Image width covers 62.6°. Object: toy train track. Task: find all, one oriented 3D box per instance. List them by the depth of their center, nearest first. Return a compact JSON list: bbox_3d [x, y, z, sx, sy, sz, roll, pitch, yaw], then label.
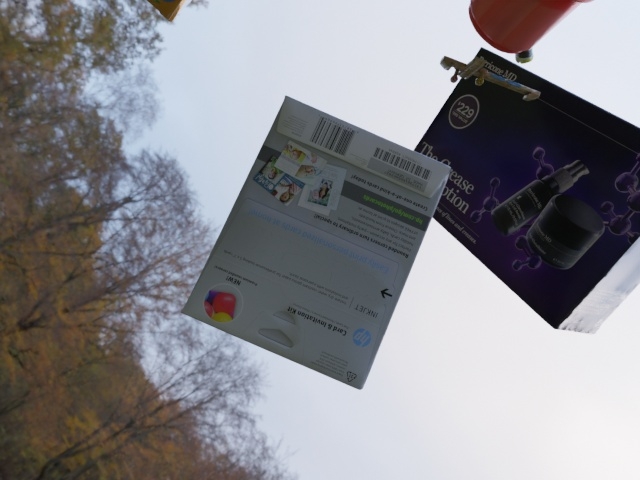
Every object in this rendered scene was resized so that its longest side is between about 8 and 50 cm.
[{"bbox_3d":[0.135,-0.127,0.423,0.048,0.083,0.014,-148,-103,-86],"label":"toy train track"}]

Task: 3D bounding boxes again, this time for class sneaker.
[{"bbox_3d":[0.286,-0.288,0.745,0.035,0.031,0.083,67,17,-53],"label":"sneaker"}]

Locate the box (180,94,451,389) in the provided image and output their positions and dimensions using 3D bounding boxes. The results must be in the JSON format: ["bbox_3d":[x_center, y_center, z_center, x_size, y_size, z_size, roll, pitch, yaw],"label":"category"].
[{"bbox_3d":[0.000,0.000,0.411,0.145,0.186,0.038,23,-11,1],"label":"box"}]

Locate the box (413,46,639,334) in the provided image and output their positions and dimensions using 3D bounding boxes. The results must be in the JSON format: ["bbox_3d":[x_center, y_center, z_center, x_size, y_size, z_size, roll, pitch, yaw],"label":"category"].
[{"bbox_3d":[0.225,-0.059,0.552,0.184,0.103,0.261,-57,-134,19],"label":"box"}]

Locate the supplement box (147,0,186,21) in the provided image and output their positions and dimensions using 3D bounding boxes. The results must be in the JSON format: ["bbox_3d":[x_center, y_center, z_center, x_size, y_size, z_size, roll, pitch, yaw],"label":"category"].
[{"bbox_3d":[-0.201,-0.405,0.771,0.078,0.233,0.080,37,-56,-23],"label":"supplement box"}]

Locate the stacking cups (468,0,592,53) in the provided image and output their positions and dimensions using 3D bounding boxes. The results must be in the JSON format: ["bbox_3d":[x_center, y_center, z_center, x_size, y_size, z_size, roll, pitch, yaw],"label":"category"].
[{"bbox_3d":[0.204,-0.231,0.284,0.096,0.096,0.316,59,-28,6],"label":"stacking cups"}]
